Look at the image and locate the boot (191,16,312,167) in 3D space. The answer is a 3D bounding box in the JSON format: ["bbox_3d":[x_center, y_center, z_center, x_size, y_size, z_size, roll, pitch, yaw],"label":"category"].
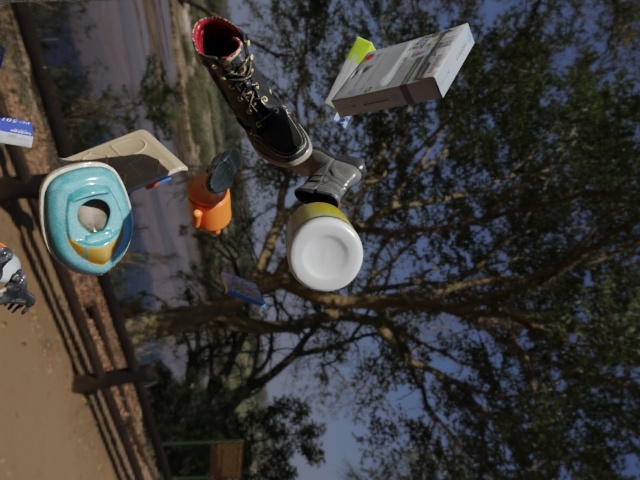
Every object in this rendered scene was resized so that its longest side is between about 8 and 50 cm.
[{"bbox_3d":[-0.178,-0.377,1.322,0.378,0.138,0.284,55,-3,30],"label":"boot"}]

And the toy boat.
[{"bbox_3d":[-0.541,-0.010,1.080,0.148,0.318,0.268,30,-46,40],"label":"toy boat"}]

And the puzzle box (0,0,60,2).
[{"bbox_3d":[-0.602,-0.626,1.144,0.272,0.408,0.052,153,-72,-74],"label":"puzzle box"}]

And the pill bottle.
[{"bbox_3d":[0.000,0.000,1.396,0.334,0.187,0.188,-108,-168,-75],"label":"pill bottle"}]

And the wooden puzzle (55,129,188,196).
[{"bbox_3d":[-0.681,-0.246,1.787,0.322,0.347,0.081,40,-37,34],"label":"wooden puzzle"}]

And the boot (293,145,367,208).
[{"bbox_3d":[-0.025,-0.221,1.815,0.338,0.223,0.118,13,-43,41],"label":"boot"}]

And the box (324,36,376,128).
[{"bbox_3d":[0.070,-0.348,1.158,0.178,0.042,0.109,-62,164,9],"label":"box"}]

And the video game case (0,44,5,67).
[{"bbox_3d":[-0.916,-0.453,1.270,0.244,0.061,0.270,57,25,-61],"label":"video game case"}]

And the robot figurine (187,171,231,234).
[{"bbox_3d":[-0.337,-0.115,1.574,0.128,0.158,0.220,49,-30,32],"label":"robot figurine"}]

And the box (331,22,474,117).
[{"bbox_3d":[0.124,-0.259,0.799,0.038,0.186,0.145,56,51,-34],"label":"box"}]

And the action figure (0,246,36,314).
[{"bbox_3d":[-0.502,0.088,0.631,0.141,0.164,0.275,-58,166,17],"label":"action figure"}]

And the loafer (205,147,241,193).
[{"bbox_3d":[-0.237,-0.157,1.205,0.170,0.061,0.062,-73,146,-56],"label":"loafer"}]

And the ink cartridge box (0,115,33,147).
[{"bbox_3d":[-1.026,-0.354,1.629,0.046,0.206,0.097,-60,-137,28],"label":"ink cartridge box"}]

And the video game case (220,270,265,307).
[{"bbox_3d":[-0.232,0.143,1.537,0.015,0.119,0.166,-64,-158,8],"label":"video game case"}]
